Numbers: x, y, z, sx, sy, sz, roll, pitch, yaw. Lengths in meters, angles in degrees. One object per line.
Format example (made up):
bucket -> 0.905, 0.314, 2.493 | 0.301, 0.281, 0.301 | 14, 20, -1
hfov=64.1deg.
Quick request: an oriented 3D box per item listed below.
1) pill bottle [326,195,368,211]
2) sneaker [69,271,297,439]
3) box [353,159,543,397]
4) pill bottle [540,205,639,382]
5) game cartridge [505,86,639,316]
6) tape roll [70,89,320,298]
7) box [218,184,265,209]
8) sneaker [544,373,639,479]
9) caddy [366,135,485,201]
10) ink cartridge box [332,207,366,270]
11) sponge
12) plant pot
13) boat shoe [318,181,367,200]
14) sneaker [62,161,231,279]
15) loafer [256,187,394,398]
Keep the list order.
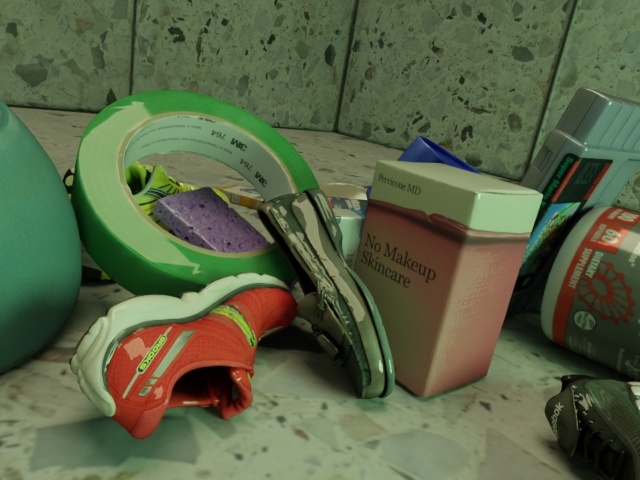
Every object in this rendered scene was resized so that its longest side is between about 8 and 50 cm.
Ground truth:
pill bottle -> 0.067, -0.026, 0.972 | 0.180, 0.108, 0.108 | 3, 18, -22
sneaker -> -0.100, 0.112, 0.498 | 0.118, 0.107, 0.279 | 45, 25, 17
box -> 0.132, 0.035, 0.598 | 0.126, 0.233, 0.148 | -3, 21, -39
pill bottle -> 0.485, 0.103, 0.619 | 0.210, 0.210, 0.362 | -8, 24, -44
game cartridge -> 0.341, -0.031, 0.735 | 0.230, 0.355, 0.068 | -9, 41, -42
tape roll -> -0.150, -0.058, 0.676 | 0.321, 0.077, 0.321 | 17, 48, -20
box -> -0.166, -0.101, 1.219 | 0.136, 0.028, 0.081 | 18, 19, 18
sneaker -> 0.262, 0.185, 0.469 | 0.106, 0.078, 0.234 | 13, 13, 19
caddy -> 0.232, -0.028, 0.897 | 0.341, 0.179, 0.241 | 20, 26, -39
ink cartridge box -> 0.000, 0.000, 0.855 | 0.180, 0.104, 0.060 | 2, 19, -25
sponge -> -0.130, 0.005, 0.746 | 0.210, 0.031, 0.117 | 42, 26, 8
plant pot -> -0.364, -0.037, 0.463 | 0.290, 0.196, 0.290 | 18, 34, -13
boat shoe -> 0.128, -0.049, 1.145 | 0.334, 0.096, 0.112 | 10, 53, 12
sneaker -> -0.251, -0.054, 0.819 | 0.145, 0.147, 0.384 | 13, 16, 15
loafer -> -0.003, 0.058, 0.580 | 0.084, 0.096, 0.268 | -9, 57, -20
